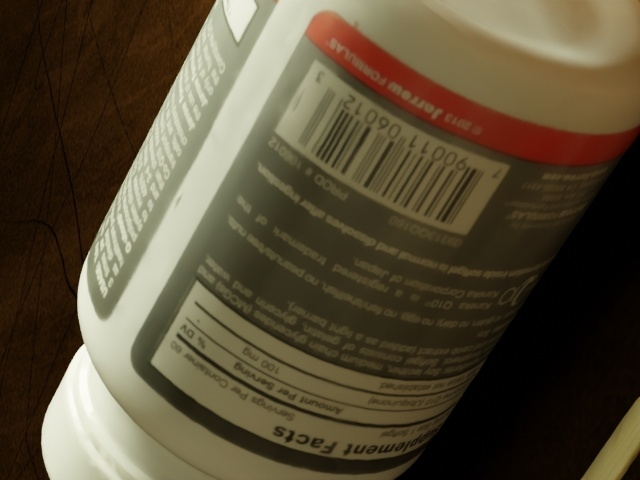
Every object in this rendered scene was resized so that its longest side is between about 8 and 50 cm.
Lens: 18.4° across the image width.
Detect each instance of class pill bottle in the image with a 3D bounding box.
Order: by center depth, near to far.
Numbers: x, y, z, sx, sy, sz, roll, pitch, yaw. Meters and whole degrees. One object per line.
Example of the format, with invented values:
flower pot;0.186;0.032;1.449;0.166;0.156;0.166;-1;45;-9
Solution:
pill bottle;0.000;0.000;1.015;0.363;0.210;0.210;-59;27;31

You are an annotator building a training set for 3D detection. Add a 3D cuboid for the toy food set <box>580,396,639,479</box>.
toy food set;0.131;0.170;0.810;0.192;0.038;0.132;-87;21;-52
